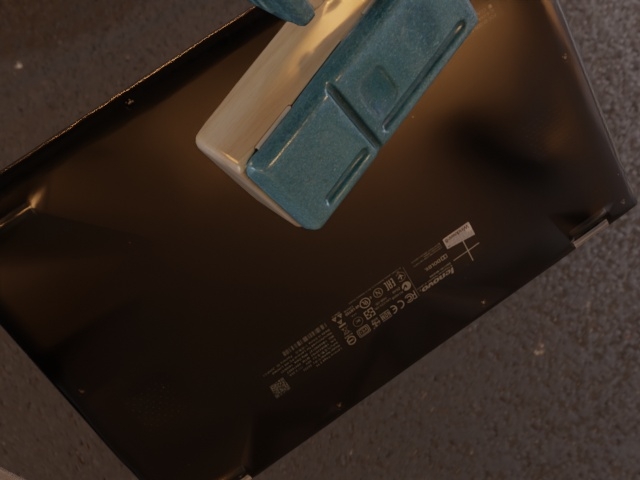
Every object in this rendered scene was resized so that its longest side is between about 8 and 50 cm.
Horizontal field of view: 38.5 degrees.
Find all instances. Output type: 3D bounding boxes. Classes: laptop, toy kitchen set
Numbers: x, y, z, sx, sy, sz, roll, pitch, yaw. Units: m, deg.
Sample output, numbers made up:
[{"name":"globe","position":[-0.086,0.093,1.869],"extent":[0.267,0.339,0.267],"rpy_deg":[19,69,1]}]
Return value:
[{"name":"laptop","position":[0.000,0.000,0.686],"extent":[0.382,0.407,0.236],"rpy_deg":[-35,29,-6]},{"name":"toy kitchen set","position":[0.009,-0.076,0.289],"extent":[0.166,0.207,0.122],"rpy_deg":[35,85,41]}]

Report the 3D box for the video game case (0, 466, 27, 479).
[{"name":"video game case","position":[-0.268,0.231,0.449],"extent":[0.329,0.036,0.300],"rpy_deg":[6,48,43]}]
